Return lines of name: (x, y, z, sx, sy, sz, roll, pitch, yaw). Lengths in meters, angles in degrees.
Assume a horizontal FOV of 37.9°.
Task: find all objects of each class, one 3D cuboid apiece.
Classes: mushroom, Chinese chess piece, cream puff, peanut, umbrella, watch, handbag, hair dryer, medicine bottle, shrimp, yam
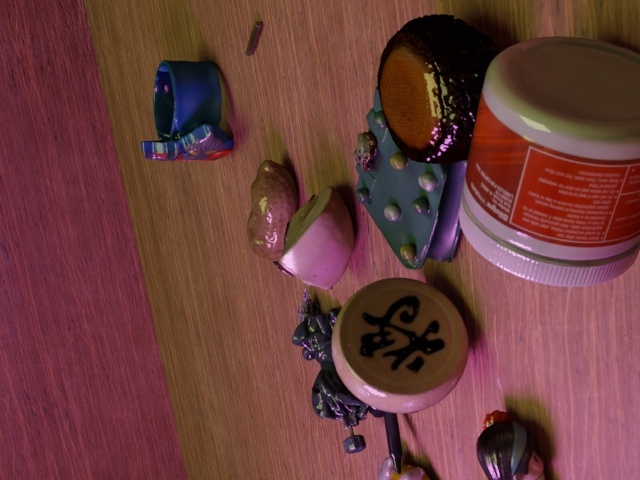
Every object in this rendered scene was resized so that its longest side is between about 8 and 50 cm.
mushroom: (0.024, -0.009, 2.041, 0.162, 0.173, 0.236, 41, -156, -16)
Chinese chess piece: (0.148, 0.195, 1.743, 0.257, 0.257, 0.104, 61, 166, 24)
cream puff: (0.200, -0.238, 1.471, 0.239, 0.165, 0.239, 42, 141, 48)
peanut: (-0.118, -0.073, 2.264, 0.137, 0.122, 0.253, -125, 32, -48)
umbrella: (0.032, 0.327, 2.177, 0.143, 0.094, 0.349, -41, 54, 42)
watch: (-0.352, -0.347, 2.467, 0.305, 0.241, 0.274, -5, 88, 64)
handbag: (0.155, -0.107, 1.719, 0.274, 0.100, 0.268, 52, 149, 35)
hair dryer: (0.162, 0.402, 2.032, 0.173, 0.050, 0.195, 107, 155, -54)
medicine bottle: (0.321, -0.107, 1.210, 0.252, 0.252, 0.241, 48, 145, 41)
shrimp: (-0.027, 0.189, 2.321, 0.065, 0.057, 0.165, -118, 13, -56)
yam: (-0.159, -0.477, 2.205, 0.021, 0.021, 0.116, 64, 153, 18)

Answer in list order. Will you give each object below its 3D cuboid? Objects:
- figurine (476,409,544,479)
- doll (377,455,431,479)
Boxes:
figurine: (0.351, 0.435, 1.669, 0.138, 0.110, 0.245, -144, 34, -77)
doll: (0.200, 0.608, 2.067, 0.237, 0.111, 0.252, 33, 125, 52)
